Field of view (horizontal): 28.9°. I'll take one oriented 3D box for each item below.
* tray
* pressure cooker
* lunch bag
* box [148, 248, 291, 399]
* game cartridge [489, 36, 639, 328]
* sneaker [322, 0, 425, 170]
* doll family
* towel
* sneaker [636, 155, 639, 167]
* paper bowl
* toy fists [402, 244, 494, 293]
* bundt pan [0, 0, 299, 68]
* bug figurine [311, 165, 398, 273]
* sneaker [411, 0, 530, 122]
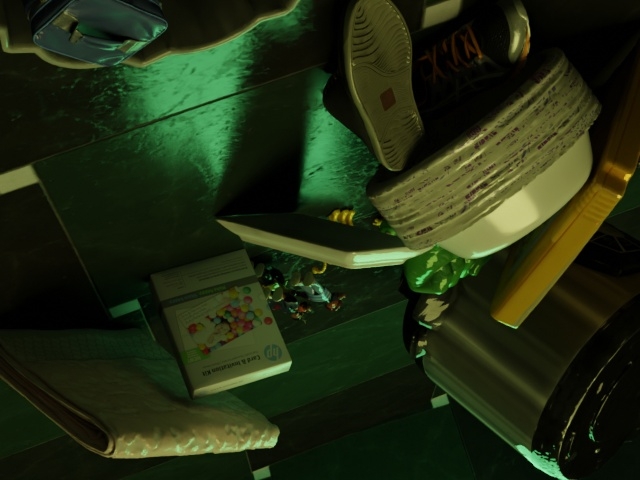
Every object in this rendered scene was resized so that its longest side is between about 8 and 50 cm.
[{"bbox_3d":[0.000,0.000,1.583,0.145,0.030,0.270,-5,-167,-41],"label":"tray"},{"bbox_3d":[0.333,0.126,1.978,0.375,0.420,0.370,-39,144,-17],"label":"pressure cooker"},{"bbox_3d":[-0.154,-0.159,0.834,0.067,0.065,0.098,-34,158,28],"label":"lunch bag"},{"bbox_3d":[-0.141,0.114,1.728,0.145,0.186,0.038,-15,156,-19],"label":"box"},{"bbox_3d":[0.333,-0.077,1.608,0.323,0.053,0.285,115,1,-51],"label":"game cartridge"},{"bbox_3d":[0.037,-0.182,1.335,0.083,0.118,0.222,-33,135,-19],"label":"sneaker"},{"bbox_3d":[-0.053,0.079,1.840,0.193,0.076,0.111,15,161,35],"label":"doll family"},{"bbox_3d":[-0.263,0.204,1.713,0.332,0.317,0.053,7,108,-53],"label":"towel"},{"bbox_3d":[0.466,-0.176,1.750,0.262,0.104,0.125,-10,-148,31],"label":"sneaker"},{"bbox_3d":[0.205,-0.089,1.468,0.284,0.148,0.284,-38,-173,5],"label":"paper bowl"},{"bbox_3d":[0.210,-0.043,1.668,0.279,0.096,0.142,-49,154,-21],"label":"toy fists"},{"bbox_3d":[-0.114,-0.265,0.883,0.331,0.124,0.331,-20,159,-8],"label":"bundt pan"},{"bbox_3d":[0.106,-0.043,1.760,0.216,0.072,0.279,-6,154,-39],"label":"bug figurine"},{"bbox_3d":[0.155,-0.199,1.405,0.083,0.084,0.215,-1,152,-35],"label":"sneaker"}]
